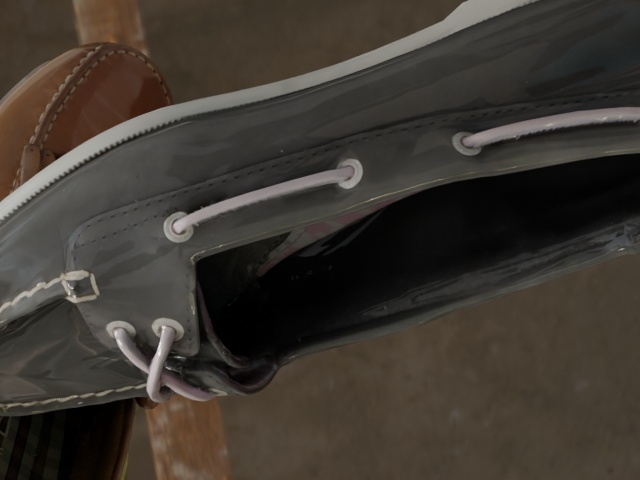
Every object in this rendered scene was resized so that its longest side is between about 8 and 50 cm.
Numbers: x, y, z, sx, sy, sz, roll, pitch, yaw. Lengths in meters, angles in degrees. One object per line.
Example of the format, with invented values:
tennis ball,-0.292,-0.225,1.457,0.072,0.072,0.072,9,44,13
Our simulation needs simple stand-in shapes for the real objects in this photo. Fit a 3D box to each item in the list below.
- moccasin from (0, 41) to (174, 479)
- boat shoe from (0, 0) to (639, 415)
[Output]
moccasin,-0.131,0.041,0.863,0.147,0.139,0.380,-20,-145,31
boat shoe,0.000,0.000,0.636,0.335,0.112,0.095,-25,-124,7
